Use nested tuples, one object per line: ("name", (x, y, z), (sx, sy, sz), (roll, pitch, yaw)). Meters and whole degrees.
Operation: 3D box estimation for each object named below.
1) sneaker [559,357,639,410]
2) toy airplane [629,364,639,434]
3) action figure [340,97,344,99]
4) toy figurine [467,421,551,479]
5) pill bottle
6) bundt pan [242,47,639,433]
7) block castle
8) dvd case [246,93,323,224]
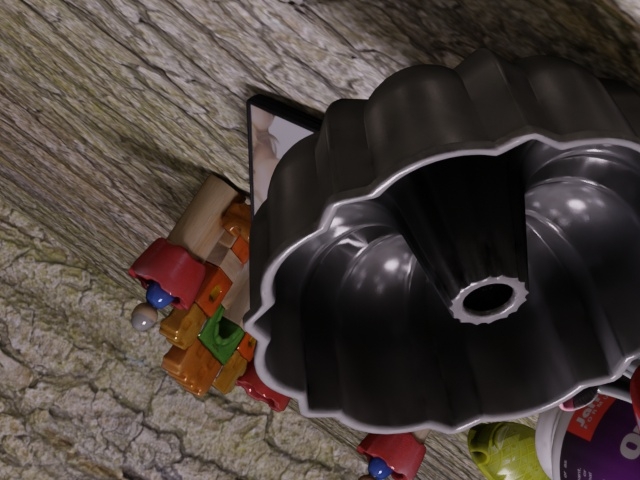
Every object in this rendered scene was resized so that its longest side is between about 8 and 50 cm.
("sneaker", (0.207, 0.066, 1.464), (0.319, 0.131, 0.112), (30, 168, 36))
("toy airplane", (0.400, 0.181, 1.104), (0.386, 0.272, 0.384), (46, 148, 4))
("action figure", (0.097, -0.052, 1.342), (0.139, 0.091, 0.280), (34, 154, 19))
("toy figurine", (0.370, 0.267, 1.938), (0.362, 0.191, 0.217), (43, 135, -11))
("pill bottle", (0.333, 0.213, 1.565), (0.181, 0.181, 0.323), (40, 171, -26))
("bundt pan", (0.100, -0.006, 1.180), (0.331, 0.331, 0.124), (49, -159, -50))
("block castle", (-0.034, 0.135, 2.130), (0.303, 0.213, 0.453), (27, 166, 27))
("dvd case", (0.000, 0.000, 1.649), (0.180, 0.022, 0.253), (26, 131, 36))
